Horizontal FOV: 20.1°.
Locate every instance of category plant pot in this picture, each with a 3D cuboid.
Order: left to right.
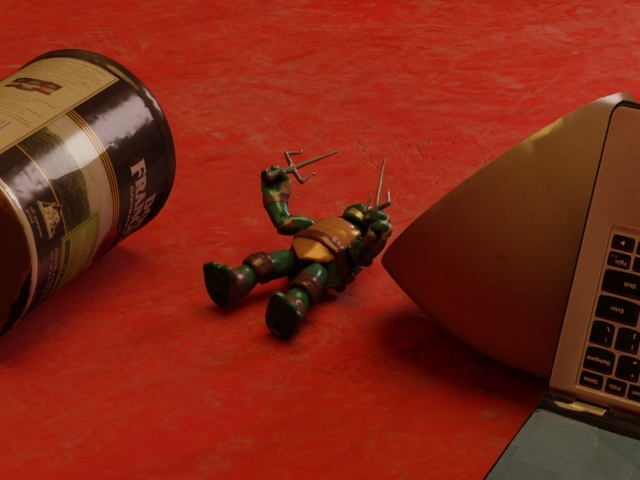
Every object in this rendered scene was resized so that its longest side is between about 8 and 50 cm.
[{"bbox_3d":[0.227,0.020,1.694,0.284,0.284,0.191,-23,75,-46],"label":"plant pot"}]

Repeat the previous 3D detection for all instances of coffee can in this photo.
[{"bbox_3d":[-0.288,-0.046,1.708,0.201,0.201,0.275,17,29,18],"label":"coffee can"}]

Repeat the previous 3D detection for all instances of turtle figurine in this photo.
[{"bbox_3d":[0.000,0.000,1.792,0.175,0.118,0.234,10,38,38],"label":"turtle figurine"}]

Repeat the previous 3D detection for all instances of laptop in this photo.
[{"bbox_3d":[0.318,0.119,1.354,0.382,0.408,0.236,15,5,27],"label":"laptop"}]
